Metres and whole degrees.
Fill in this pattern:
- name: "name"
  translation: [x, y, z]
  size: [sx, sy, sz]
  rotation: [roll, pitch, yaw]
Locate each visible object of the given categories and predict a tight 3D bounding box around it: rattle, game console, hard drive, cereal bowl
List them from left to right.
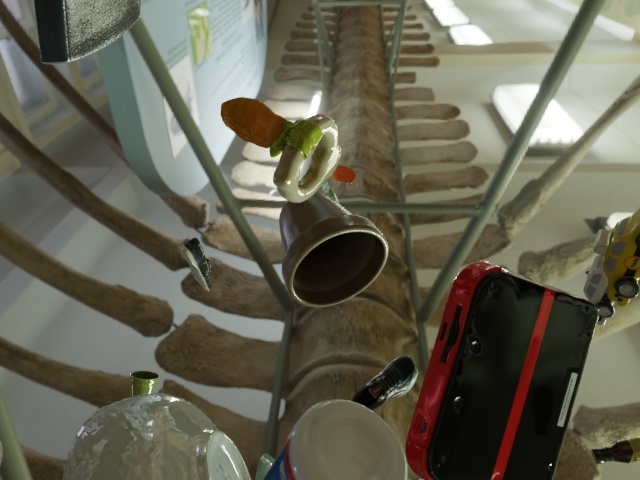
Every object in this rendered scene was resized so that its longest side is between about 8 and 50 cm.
- name: "hard drive"
  translation: [-0.394, -0.421, 0.879]
  size: [0.054, 0.172, 0.254]
  rotation: [24, -135, -1]
- name: "cereal bowl"
  translation: [-0.179, 0.360, 0.678]
  size: [0.141, 0.339, 0.339]
  rotation: [-24, -145, 1]
- name: "rattle"
  translation: [-0.040, -0.123, 0.727]
  size: [0.143, 0.130, 0.200]
  rotation: [10, -172, 19]
- name: "game console"
  translation: [0.335, 0.255, 0.899]
  size: [0.342, 0.386, 0.060]
  rotation: [19, 177, -27]

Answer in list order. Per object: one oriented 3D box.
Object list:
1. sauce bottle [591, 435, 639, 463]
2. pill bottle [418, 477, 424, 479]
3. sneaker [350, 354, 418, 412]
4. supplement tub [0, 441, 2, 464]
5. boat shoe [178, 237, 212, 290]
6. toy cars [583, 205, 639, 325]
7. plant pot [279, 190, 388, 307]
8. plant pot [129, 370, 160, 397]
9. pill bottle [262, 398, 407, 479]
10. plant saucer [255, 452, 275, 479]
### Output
- name: "sauce bottle"
  translation: [0.550, 0.371, 0.886]
  size: [0.128, 0.042, 0.042]
  rotation: [-17, -149, 13]
- name: "pill bottle"
  translation: [0.329, 0.597, 1.152]
  size: [0.188, 0.187, 0.334]
  rotation: [25, -175, 34]
- name: "sneaker"
  translation: [0.133, 0.316, 1.065]
  size: [0.178, 0.077, 0.072]
  rotation: [-44, -113, 0]
- name: "supplement tub"
  translation: [-0.397, 0.256, 0.554]
  size: [0.071, 0.107, 0.071]
  rotation: [23, -138, -23]
- name: "boat shoe"
  translation: [-0.227, 0.046, 0.946]
  size: [0.046, 0.125, 0.038]
  rotation: [27, -123, 39]
- name: "toy cars"
  translation: [0.547, 0.043, 0.942]
  size: [0.087, 0.394, 0.176]
  rotation: [21, -100, 25]
- name: "plant pot"
  translation: [0.000, 0.000, 1.253]
  size: [0.263, 0.263, 0.229]
  rotation: [-15, -134, -19]
- name: "plant pot"
  translation: [-0.505, 0.420, 1.423]
  size: [0.083, 0.079, 0.083]
  rotation: [10, 180, 0]
- name: "pill bottle"
  translation: [-0.005, 0.285, 0.548]
  size: [0.124, 0.221, 0.124]
  rotation: [16, -144, -12]
- name: "plant saucer"
  translation: [-0.073, 0.474, 0.878]
  size: [0.037, 0.195, 0.195]
  rotation: [-10, -147, 5]
